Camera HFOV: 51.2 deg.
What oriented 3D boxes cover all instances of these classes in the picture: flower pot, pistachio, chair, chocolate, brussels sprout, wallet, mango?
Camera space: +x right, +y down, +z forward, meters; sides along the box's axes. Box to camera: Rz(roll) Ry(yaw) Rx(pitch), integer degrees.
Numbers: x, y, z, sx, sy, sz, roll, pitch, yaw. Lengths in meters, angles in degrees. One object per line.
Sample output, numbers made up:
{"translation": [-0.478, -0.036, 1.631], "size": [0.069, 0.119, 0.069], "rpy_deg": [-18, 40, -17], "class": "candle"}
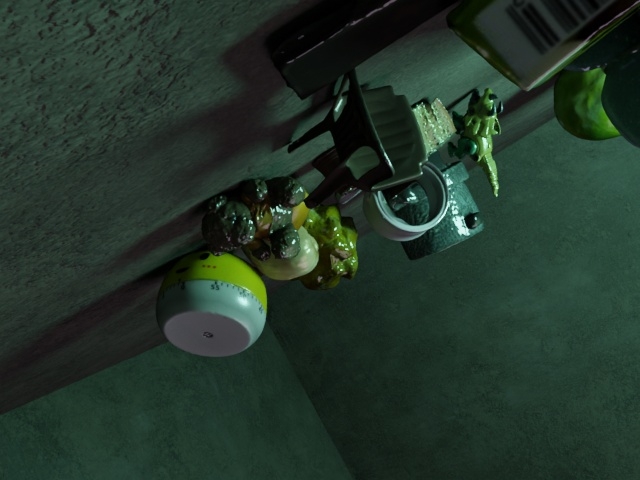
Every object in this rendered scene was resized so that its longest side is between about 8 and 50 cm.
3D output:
{"translation": [0.301, -0.112, 1.910], "size": [0.298, 0.283, 0.299], "rpy_deg": [-24, -178, 1], "class": "flower pot"}
{"translation": [-0.101, 0.018, 1.575], "size": [0.200, 0.145, 0.117], "rpy_deg": [15, 176, 8], "class": "pistachio"}
{"translation": [0.051, -0.146, 1.386], "size": [0.111, 0.089, 0.111], "rpy_deg": [-30, 174, -3], "class": "flower pot"}
{"translation": [0.083, -0.162, 1.027], "size": [0.183, 0.176, 0.326], "rpy_deg": [-18, 176, -21], "class": "chair"}
{"translation": [0.335, -0.323, 0.840], "size": [0.300, 0.137, 0.288], "rpy_deg": [-36, 179, 26], "class": "chocolate"}
{"translation": [0.804, -0.433, 1.854], "size": [0.344, 0.268, 0.344], "rpy_deg": [-48, -174, 6], "class": "brussels sprout"}
{"translation": [0.087, -0.268, 0.767], "size": [0.309, 0.042, 0.165], "rpy_deg": [-30, 175, 7], "class": "wallet"}
{"translation": [-0.075, -0.062, 1.434], "size": [0.141, 0.102, 0.217], "rpy_deg": [-34, 178, -21], "class": "mango"}

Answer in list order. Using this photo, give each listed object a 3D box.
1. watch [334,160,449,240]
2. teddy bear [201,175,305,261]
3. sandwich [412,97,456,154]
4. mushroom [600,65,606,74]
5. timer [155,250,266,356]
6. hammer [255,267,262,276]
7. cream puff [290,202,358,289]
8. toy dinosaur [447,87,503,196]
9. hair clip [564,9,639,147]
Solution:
{"translation": [0.184, -0.104, 1.698], "size": [0.244, 0.231, 0.196], "rpy_deg": [-31, 177, -16], "class": "watch"}
{"translation": [-0.134, -0.042, 1.269], "size": [0.190, 0.140, 0.177], "rpy_deg": [-16, 126, -28], "class": "teddy bear"}
{"translation": [0.237, -0.242, 1.483], "size": [0.094, 0.096, 0.258], "rpy_deg": [-35, 176, 3], "class": "sandwich"}
{"translation": [0.750, -0.443, 1.385], "size": [0.351, 0.261, 0.352], "rpy_deg": [-15, -149, 10], "class": "mushroom"}
{"translation": [-0.255, 0.116, 1.617], "size": [0.285, 0.285, 0.285], "rpy_deg": [-29, 174, -3], "class": "timer"}
{"translation": [-0.117, 0.039, 2.347], "size": [0.168, 0.044, 0.440], "rpy_deg": [-25, 172, -45], "class": "hammer"}
{"translation": [-0.009, 0.007, 1.707], "size": [0.243, 0.196, 0.244], "rpy_deg": [-3, 143, -2], "class": "cream puff"}
{"translation": [0.375, -0.231, 1.605], "size": [0.094, 0.260, 0.153], "rpy_deg": [-22, -162, -35], "class": "toy dinosaur"}
{"translation": [0.535, -0.339, 1.043], "size": [0.392, 0.318, 0.238], "rpy_deg": [-34, 175, 23], "class": "hair clip"}
